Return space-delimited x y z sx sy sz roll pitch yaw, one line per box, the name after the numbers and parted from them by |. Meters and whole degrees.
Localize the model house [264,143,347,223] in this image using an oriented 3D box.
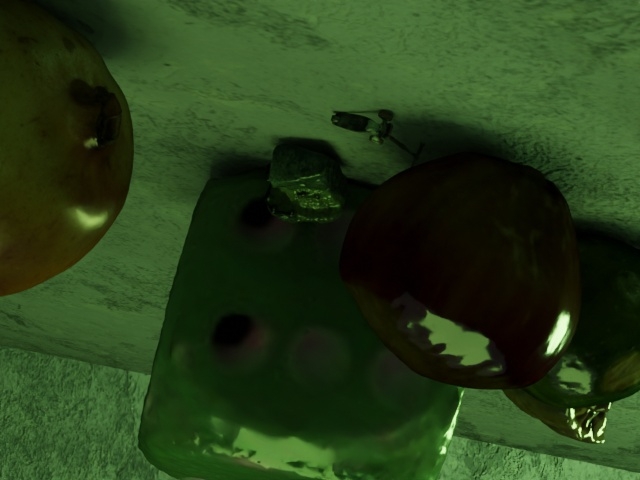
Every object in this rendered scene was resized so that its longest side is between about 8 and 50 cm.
-0.021 -0.058 1.434 0.078 0.066 0.083 6 165 18 | model house

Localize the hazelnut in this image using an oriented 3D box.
0.137 0.023 1.334 0.217 0.217 0.251 -2 156 46 | hazelnut

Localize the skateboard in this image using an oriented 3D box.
0.054 -0.091 1.315 0.063 0.032 0.083 14 170 39 | skateboard

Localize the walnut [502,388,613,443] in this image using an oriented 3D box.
0.285 0.138 1.729 0.204 0.141 0.238 45 132 16 | walnut

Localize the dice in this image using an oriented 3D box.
-0.014 0.123 1.597 0.322 0.318 0.330 14 161 -5 | dice

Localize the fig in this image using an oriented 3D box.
0.300 0.076 1.547 0.244 0.195 0.195 -21 175 -16 | fig

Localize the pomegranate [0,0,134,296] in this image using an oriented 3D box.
-0.275 -0.082 1.180 0.264 0.264 0.264 11 167 2 | pomegranate
